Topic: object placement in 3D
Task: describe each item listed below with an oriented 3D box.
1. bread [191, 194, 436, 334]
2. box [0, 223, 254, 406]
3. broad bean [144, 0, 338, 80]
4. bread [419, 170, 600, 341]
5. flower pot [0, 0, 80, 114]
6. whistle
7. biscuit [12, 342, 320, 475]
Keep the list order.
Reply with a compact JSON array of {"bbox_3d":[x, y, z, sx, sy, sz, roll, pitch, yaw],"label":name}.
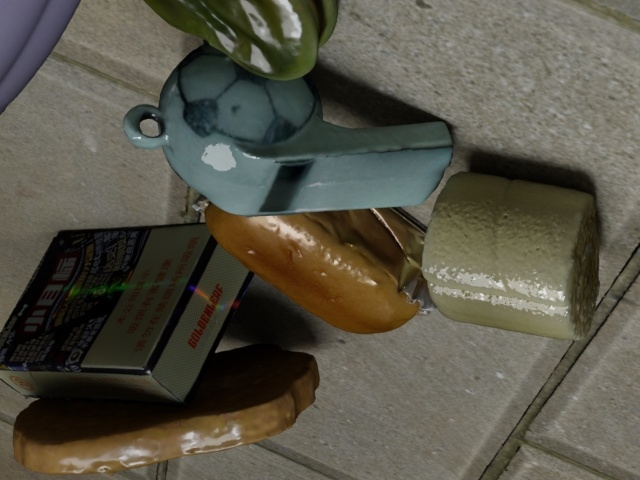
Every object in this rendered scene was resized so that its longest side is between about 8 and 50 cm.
[{"bbox_3d":[0.000,0.000,1.807,0.241,0.107,0.136,35,151,-22],"label":"bread"},{"bbox_3d":[-0.234,0.086,2.082,0.310,0.198,0.084,-3,142,45],"label":"box"},{"bbox_3d":[-0.082,-0.215,1.498,0.207,0.072,0.153,31,143,-8],"label":"broad bean"},{"bbox_3d":[0.179,0.014,1.632,0.141,0.134,0.148,11,164,20],"label":"bread"},{"bbox_3d":[-0.311,-0.234,1.500,0.265,0.265,0.243,37,140,-24],"label":"flower pot"},{"bbox_3d":[-0.039,-0.108,1.620,0.290,0.163,0.163,-5,165,-22],"label":"whistle"},{"bbox_3d":[-0.180,0.201,2.097,0.365,0.062,0.385,-11,-172,3],"label":"biscuit"}]
